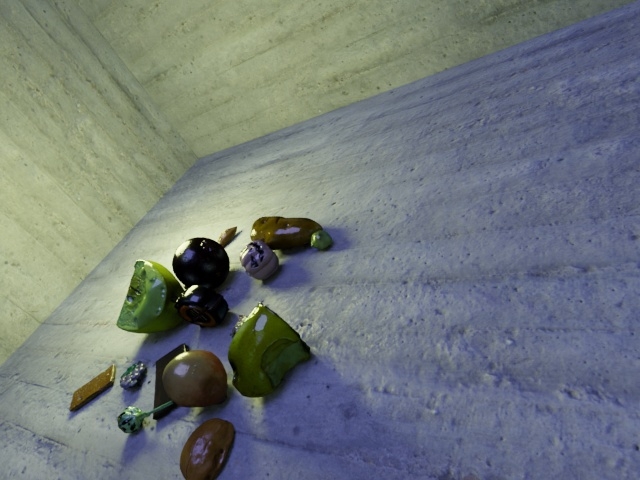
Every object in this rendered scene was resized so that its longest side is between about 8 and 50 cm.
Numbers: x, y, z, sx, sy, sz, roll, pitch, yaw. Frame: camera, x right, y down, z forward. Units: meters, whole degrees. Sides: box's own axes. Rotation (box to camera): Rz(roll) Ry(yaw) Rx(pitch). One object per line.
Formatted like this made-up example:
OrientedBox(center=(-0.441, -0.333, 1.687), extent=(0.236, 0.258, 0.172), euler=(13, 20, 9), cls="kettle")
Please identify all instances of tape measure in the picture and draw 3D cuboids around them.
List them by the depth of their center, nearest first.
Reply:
OrientedBox(center=(-0.502, 0.282, 1.792), extent=(0.223, 0.202, 0.135), euler=(-15, 38, 37), cls="tape measure")

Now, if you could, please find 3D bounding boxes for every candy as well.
OrientedBox(center=(-0.626, 0.618, 1.512), extent=(0.306, 0.083, 0.091), euler=(-31, 58, 26), cls="candy")

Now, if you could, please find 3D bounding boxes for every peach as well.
OrientedBox(center=(-0.420, 0.487, 1.441), extent=(0.233, 0.232, 0.232), euler=(-24, 32, 16), cls="peach")

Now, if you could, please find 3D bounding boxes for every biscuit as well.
OrientedBox(center=(-1.036, 0.673, 1.912), extent=(0.231, 0.025, 0.131), euler=(-35, 30, -1), cls="biscuit")

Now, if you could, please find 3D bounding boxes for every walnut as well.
OrientedBox(center=(-0.362, 0.633, 1.284), extent=(0.167, 0.087, 0.211), euler=(-16, 35, 34), cls="walnut")

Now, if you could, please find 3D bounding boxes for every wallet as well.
OrientedBox(center=(-0.589, 0.545, 1.659), extent=(0.165, 0.042, 0.309), euler=(-35, 31, 0), cls="wallet")

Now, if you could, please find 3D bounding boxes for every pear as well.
OrientedBox(center=(-0.188, 0.368, 1.344), extent=(0.255, 0.238, 0.164), euler=(-44, 38, -19), cls="pear")
OrientedBox(center=(-0.753, 0.289, 1.976), extent=(0.318, 0.239, 0.341), euler=(12, 83, 31), cls="pear")

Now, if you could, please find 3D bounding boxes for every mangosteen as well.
OrientedBox(center=(-0.583, 0.124, 2.040), extent=(0.288, 0.288, 0.287), euler=(-24, 32, 16), cls="mangosteen")

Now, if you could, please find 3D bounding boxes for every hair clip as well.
OrientedBox(center=(-0.807, 0.585, 1.815), extent=(0.124, 0.052, 0.195), euler=(-35, 21, -21), cls="hair clip")

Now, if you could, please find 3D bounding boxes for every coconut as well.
OrientedBox(center=(0.000, 0.000, 1.830), extent=(0.096, 0.087, 0.088), euler=(-31, 30, -11), cls="coconut")

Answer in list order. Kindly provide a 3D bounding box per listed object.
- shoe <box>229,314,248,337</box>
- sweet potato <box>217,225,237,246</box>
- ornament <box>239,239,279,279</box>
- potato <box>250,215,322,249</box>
OrientedBox(center=(-0.283, 0.347, 1.605), extent=(0.180, 0.089, 0.092), euler=(6, 48, 50), cls="shoe")
OrientedBox(center=(-0.542, -0.009, 2.366), extent=(0.205, 0.068, 0.060), euler=(-56, 13, -24), cls="sweet potato")
OrientedBox(center=(-0.280, 0.093, 1.874), extent=(0.178, 0.177, 0.177), euler=(-24, 32, 16), cls="ornament")
OrientedBox(center=(-0.165, -0.036, 1.974), extent=(0.370, 0.196, 0.176), euler=(0, 80, 31), cls="potato")
